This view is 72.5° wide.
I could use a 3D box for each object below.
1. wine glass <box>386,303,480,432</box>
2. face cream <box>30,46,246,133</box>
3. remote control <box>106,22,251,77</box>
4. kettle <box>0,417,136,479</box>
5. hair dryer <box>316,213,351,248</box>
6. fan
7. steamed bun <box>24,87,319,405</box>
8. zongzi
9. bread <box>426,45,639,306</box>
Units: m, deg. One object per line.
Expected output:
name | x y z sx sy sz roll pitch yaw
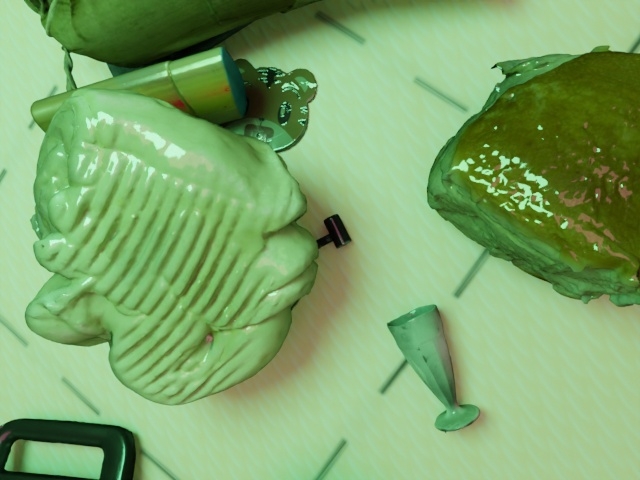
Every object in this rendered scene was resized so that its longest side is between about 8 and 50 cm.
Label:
wine glass | 0.155 0.168 0.589 0.073 0.073 0.155 -26 88 9
face cream | -0.237 -0.188 0.618 0.284 0.139 0.068 -12 77 11
remote control | -0.160 -0.354 0.658 0.377 0.044 0.107 -28 90 9
kettle | -0.438 0.434 0.653 0.307 0.262 0.203 -3 125 7
hair dryer | 0.000 0.000 0.640 0.083 0.026 0.047 -29 83 16
fan | -0.095 -0.159 0.663 0.152 0.008 0.227 11 91 10
steamed bun | -0.183 0.005 0.565 0.352 0.247 0.339 23 105 -15
zongzi | -0.095 -0.286 0.534 0.467 0.218 0.500 40 102 -4
bread | 0.278 -0.084 0.490 0.279 0.225 0.250 39 90 19
